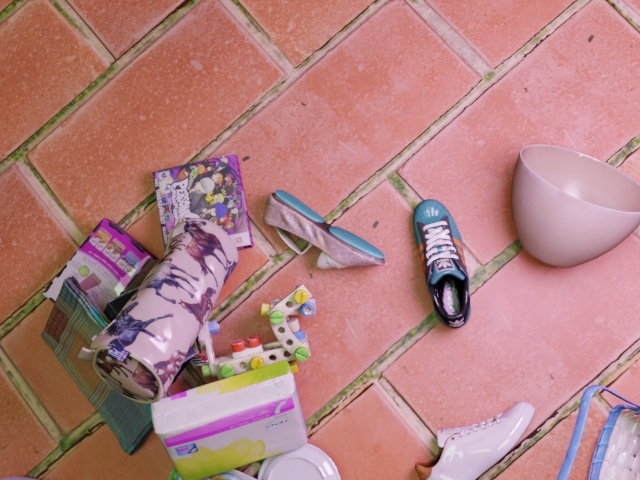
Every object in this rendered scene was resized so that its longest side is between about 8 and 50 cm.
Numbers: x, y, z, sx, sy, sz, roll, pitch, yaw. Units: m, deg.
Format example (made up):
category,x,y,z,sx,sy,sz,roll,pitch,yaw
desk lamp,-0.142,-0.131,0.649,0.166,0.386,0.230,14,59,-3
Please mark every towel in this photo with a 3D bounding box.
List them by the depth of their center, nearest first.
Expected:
category,x,y,z,sx,sy,sz,roll,pitch,yaw
towel,-0.493,0.289,1.649,0.370,0.040,0.271,48,132,12

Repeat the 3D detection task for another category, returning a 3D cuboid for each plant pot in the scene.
category,x,y,z,sx,sy,sz,roll,pitch,yaw
plant pot,0.523,-0.055,1.551,0.284,0.284,0.190,23,120,11

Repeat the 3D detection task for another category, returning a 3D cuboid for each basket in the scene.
category,x,y,z,sx,sy,sz,roll,pitch,yaw
basket,0.609,0.449,1.455,0.289,0.201,0.254,24,83,-21

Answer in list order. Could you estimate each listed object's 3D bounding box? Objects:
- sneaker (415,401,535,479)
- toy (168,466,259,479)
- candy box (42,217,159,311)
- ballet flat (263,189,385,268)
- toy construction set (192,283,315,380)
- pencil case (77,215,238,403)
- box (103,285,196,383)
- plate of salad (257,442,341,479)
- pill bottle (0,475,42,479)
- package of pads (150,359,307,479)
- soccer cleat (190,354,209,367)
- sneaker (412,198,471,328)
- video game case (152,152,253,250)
category,x,y,z,sx,sy,sz,roll,pitch,yaw
sneaker,0.324,0.425,1.561,0.290,0.106,0.123,-42,81,1
toy,-0.235,0.570,1.625,0.237,0.056,0.136,21,99,16
candy box,-0.522,0.086,1.748,0.159,0.071,0.233,38,87,11
ballet flat,0.000,0.000,1.688,0.316,0.108,0.106,33,107,16
toy construction set,-0.157,0.223,1.636,0.328,0.151,0.214,-10,104,14
pencil case,-0.325,0.131,1.553,0.184,0.160,0.410,38,49,-14
box,-0.403,0.232,1.655,0.207,0.108,0.153,52,135,11
plate of salad,-0.045,0.549,1.623,0.200,0.048,0.199,-3,80,18
pill bottle,-0.688,0.690,1.630,0.161,0.161,0.283,17,84,10
package of pads,-0.184,0.391,1.555,0.297,0.229,0.101,-16,46,-6
soccer cleat,-0.297,0.278,1.709,0.083,0.029,0.035,24,81,6
sneaker,0.275,0.044,1.620,0.108,0.121,0.301,-14,79,5
video game case,-0.283,-0.075,1.756,0.211,0.042,0.231,-12,80,5
